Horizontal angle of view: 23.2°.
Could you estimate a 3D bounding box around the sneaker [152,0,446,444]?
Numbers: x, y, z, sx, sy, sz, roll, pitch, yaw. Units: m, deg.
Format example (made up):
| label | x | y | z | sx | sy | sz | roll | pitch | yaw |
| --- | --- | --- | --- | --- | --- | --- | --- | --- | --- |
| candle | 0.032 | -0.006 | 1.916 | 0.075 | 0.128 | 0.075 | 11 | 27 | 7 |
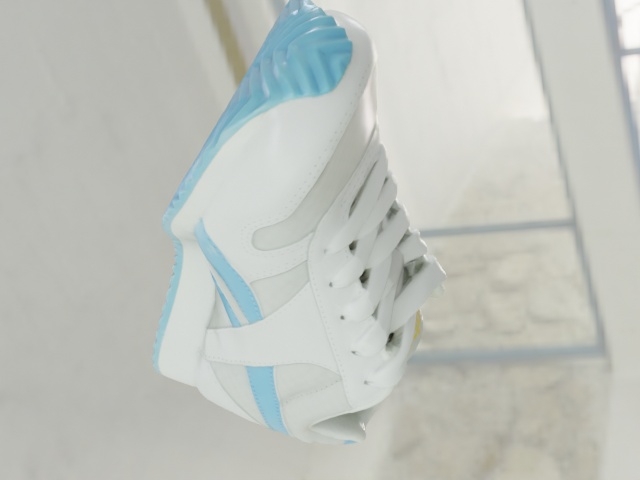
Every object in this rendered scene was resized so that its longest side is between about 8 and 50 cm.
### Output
| label | x | y | z | sx | sy | sz | roll | pitch | yaw |
| --- | --- | --- | --- | --- | --- | --- | --- | --- | --- |
| sneaker | 0.000 | 0.000 | 0.541 | 0.087 | 0.092 | 0.229 | -60 | -8 | -26 |
